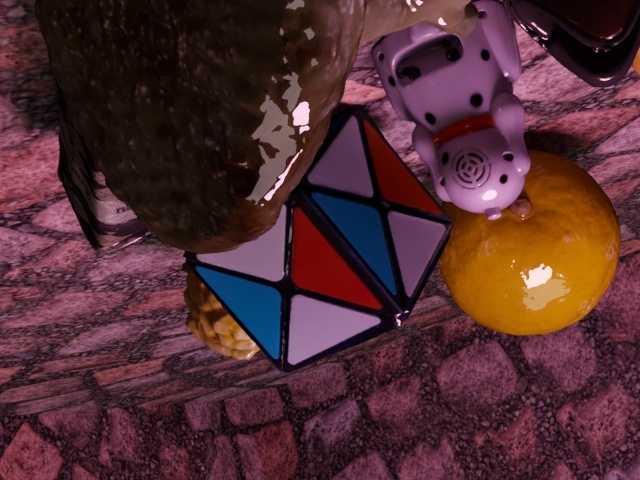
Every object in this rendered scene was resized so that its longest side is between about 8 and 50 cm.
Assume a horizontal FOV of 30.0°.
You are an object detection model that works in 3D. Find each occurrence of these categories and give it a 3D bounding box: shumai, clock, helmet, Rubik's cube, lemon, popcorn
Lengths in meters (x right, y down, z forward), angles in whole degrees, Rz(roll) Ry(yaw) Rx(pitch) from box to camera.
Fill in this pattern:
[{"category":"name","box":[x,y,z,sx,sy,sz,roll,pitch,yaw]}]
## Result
[{"category":"shumai","box":[-0.031,-0.205,0.955,0.323,0.324,0.397,-27,152,-35]},{"category":"clock","box":[0.187,-0.146,1.486,0.188,0.254,0.189,-17,170,-3]},{"category":"helmet","box":[0.298,-0.267,1.239,0.216,0.193,0.189,-4,171,13]},{"category":"Rubik's cube","box":[0.000,0.000,1.679,0.248,0.250,0.246,-29,-163,38]},{"category":"lemon","box":[0.356,0.001,2.069,0.348,0.348,0.348,-14,166,-4]},{"category":"popcorn","box":[-0.098,0.067,1.952,0.247,0.282,0.282,25,177,18]}]

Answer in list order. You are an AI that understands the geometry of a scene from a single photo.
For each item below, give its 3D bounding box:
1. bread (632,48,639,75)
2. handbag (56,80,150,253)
[{"category":"bread","box":[0.496,-0.277,1.625,0.173,0.085,0.134,-19,165,12]},{"category":"handbag","box":[-0.124,-0.161,1.310,0.316,0.180,0.416,-19,163,-18]}]
